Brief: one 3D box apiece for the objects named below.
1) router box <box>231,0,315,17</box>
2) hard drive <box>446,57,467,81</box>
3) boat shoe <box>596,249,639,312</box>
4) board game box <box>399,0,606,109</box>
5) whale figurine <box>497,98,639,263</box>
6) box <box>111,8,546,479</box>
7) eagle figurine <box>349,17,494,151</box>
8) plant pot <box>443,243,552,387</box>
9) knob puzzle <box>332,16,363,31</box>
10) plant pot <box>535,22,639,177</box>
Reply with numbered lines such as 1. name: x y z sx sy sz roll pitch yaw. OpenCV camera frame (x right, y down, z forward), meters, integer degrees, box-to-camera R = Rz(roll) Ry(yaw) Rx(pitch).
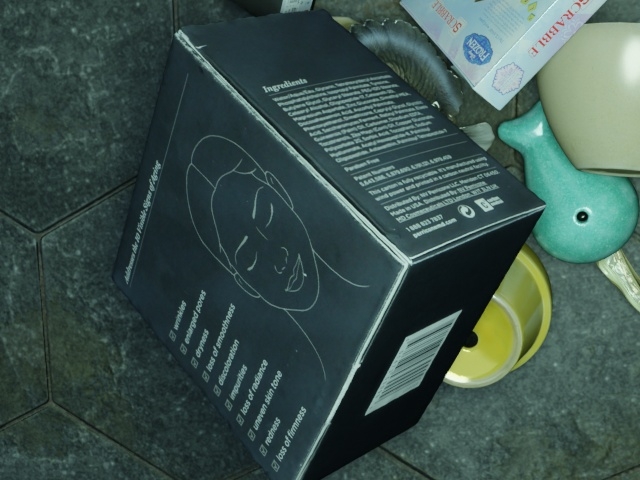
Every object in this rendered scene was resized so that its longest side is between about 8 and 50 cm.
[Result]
1. router box: -0.089 -0.513 1.569 0.243 0.081 0.308 39 130 28
2. hard drive: 0.268 -0.281 1.622 0.094 0.135 0.022 -39 57 17
3. boat shoe: 0.517 0.071 1.686 0.048 0.056 0.153 -44 84 22
4. board game box: 0.291 -0.389 1.495 0.066 0.318 0.318 33 110 -33
5. whale figurine: 0.388 -0.090 1.630 0.216 0.141 0.272 -30 93 17
6. box: -0.022 0.008 1.471 0.472 0.297 0.480 45 134 25
7. eagle figurine: 0.124 -0.187 1.627 0.226 0.225 0.298 -38 83 3
8. plant pot: 0.245 0.122 1.660 0.254 0.239 0.254 3 104 12
9. knob puzzle: -0.013 -0.309 1.657 0.213 0.213 0.030 -31 71 17
10. plant pot: 0.446 -0.192 1.499 0.284 0.284 0.190 6 90 11
